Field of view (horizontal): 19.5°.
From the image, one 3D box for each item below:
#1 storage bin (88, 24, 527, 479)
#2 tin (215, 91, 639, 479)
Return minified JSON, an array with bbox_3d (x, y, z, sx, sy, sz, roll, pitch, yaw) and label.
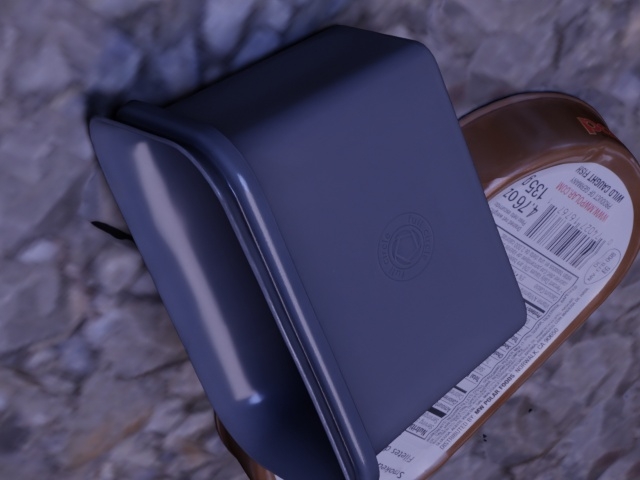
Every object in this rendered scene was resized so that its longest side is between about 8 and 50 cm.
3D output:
[{"bbox_3d":[0.000,0.000,0.588,0.091,0.098,0.135,-33,118,-22],"label":"storage bin"},{"bbox_3d":[0.042,0.028,0.689,0.190,0.040,0.106,-47,134,12],"label":"tin"}]
